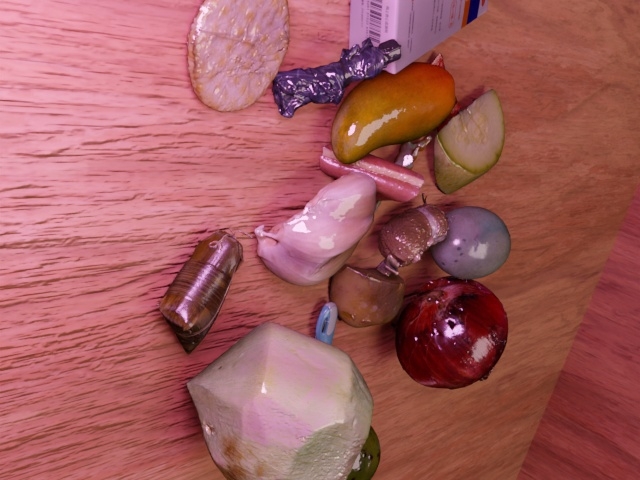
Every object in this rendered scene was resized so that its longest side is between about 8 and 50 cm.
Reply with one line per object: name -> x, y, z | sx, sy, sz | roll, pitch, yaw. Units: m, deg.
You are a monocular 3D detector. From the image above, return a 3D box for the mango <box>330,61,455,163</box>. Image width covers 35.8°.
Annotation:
mango -> 0.127, -0.237, 1.772 | 0.289, 0.129, 0.146 | -25, 143, -42

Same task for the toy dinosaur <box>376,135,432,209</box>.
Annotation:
toy dinosaur -> 0.147, -0.136, 1.984 | 0.212, 0.057, 0.142 | -52, 170, 4

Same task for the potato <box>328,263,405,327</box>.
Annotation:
potato -> 0.098, 0.125, 2.061 | 0.243, 0.098, 0.138 | 9, 107, -58

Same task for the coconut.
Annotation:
coconut -> -0.082, 0.298, 1.734 | 0.328, 0.329, 0.281 | 79, 18, -48

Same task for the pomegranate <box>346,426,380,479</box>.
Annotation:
pomegranate -> 0.034, 0.427, 2.136 | 0.202, 0.202, 0.247 | -3, 88, -57

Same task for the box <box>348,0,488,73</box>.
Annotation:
box -> 0.180, -0.445, 1.708 | 0.299, 0.106, 0.200 | -37, 144, -36

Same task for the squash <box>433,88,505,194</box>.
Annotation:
squash -> 0.305, -0.195, 2.187 | 0.237, 0.155, 0.204 | -38, 111, -34

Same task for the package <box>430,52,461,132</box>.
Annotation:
package -> 0.242, -0.295, 2.015 | 0.083, 0.022, 0.200 | -57, 151, -11

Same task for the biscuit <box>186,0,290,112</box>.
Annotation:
biscuit -> -0.115, -0.289, 1.446 | 0.220, 0.033, 0.219 | -36, 141, -37

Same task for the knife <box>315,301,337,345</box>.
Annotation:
knife -> 0.000, 0.217, 2.044 | 0.064, 0.031, 0.221 | -33, 143, -47

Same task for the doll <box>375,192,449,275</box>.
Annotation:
doll -> 0.178, 0.000, 2.071 | 0.221, 0.105, 0.115 | -42, 108, -31

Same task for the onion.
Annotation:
onion -> 0.308, 0.218, 2.294 | 0.276, 0.276, 0.276 | -38, 142, -37

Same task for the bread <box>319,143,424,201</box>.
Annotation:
bread -> 0.084, -0.123, 1.816 | 0.119, 0.193, 0.067 | 136, -26, -76

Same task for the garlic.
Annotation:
garlic -> 0.000, 0.000, 1.748 | 0.228, 0.110, 0.217 | -22, 149, -26

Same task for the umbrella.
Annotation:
umbrella -> 0.032, -0.262, 1.587 | 0.224, 0.071, 0.080 | -26, 141, -16

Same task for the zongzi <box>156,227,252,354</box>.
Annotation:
zongzi -> -0.181, 0.083, 1.613 | 0.187, 0.084, 0.184 | -56, 164, -20

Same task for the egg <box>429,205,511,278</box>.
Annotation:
egg -> 0.343, 0.005, 2.270 | 0.237, 0.169, 0.169 | -7, 119, -57
